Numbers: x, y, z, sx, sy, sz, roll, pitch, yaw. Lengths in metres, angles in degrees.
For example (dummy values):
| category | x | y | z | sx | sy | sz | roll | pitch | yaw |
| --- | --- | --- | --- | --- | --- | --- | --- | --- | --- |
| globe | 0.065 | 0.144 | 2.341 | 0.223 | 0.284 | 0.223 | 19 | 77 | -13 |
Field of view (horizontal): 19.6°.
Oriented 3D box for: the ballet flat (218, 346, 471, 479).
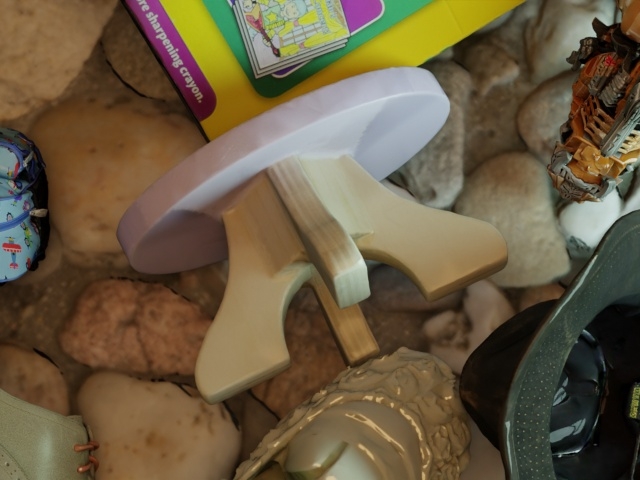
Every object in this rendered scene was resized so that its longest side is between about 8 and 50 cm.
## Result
| category | x | y | z | sx | sy | sz | roll | pitch | yaw |
| --- | --- | --- | --- | --- | --- | --- | --- | --- | --- |
| ballet flat | -0.027 | 0.221 | 1.332 | 0.409 | 0.147 | 0.147 | -40 | 86 | -22 |

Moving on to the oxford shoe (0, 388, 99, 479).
| category | x | y | z | sx | sy | sz | roll | pitch | yaw |
| --- | --- | --- | --- | --- | --- | --- | --- | --- | --- |
| oxford shoe | -0.212 | 0.209 | 1.416 | 0.146 | 0.140 | 0.397 | -40 | 88 | -14 |

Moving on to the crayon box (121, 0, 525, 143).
| category | x | y | z | sx | sy | sz | roll | pitch | yaw |
| --- | --- | --- | --- | --- | --- | --- | --- | --- | --- |
| crayon box | -0.031 | -0.285 | 1.419 | 0.313 | 0.106 | 0.363 | -32 | 113 | -3 |

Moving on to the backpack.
| category | x | y | z | sx | sy | sz | roll | pitch | yaw |
| --- | --- | --- | --- | --- | --- | --- | --- | --- | --- |
| backpack | -0.289 | -0.020 | 1.412 | 0.158 | 0.173 | 0.117 | 3 | 102 | -1 |

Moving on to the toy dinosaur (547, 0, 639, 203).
| category | x | y | z | sx | sy | sz | roll | pitch | yaw |
| --- | --- | --- | --- | --- | --- | --- | --- | --- | --- |
| toy dinosaur | 0.286 | -0.168 | 1.434 | 0.322 | 0.218 | 0.164 | -35 | 103 | 35 |

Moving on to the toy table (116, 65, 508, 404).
| category | x | y | z | sx | sy | sz | roll | pitch | yaw |
| --- | --- | --- | --- | --- | --- | --- | --- | --- | --- |
| toy table | 0.000 | 0.000 | 1.409 | 0.274 | 0.252 | 0.161 | -30 | 69 | 5 |

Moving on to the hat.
| category | x | y | z | sx | sy | sz | roll | pitch | yaw |
| --- | --- | --- | --- | --- | --- | --- | --- | --- | --- |
| hat | 0.195 | 0.114 | 1.413 | 0.134 | 0.331 | 0.331 | 14 | 80 | 39 |
